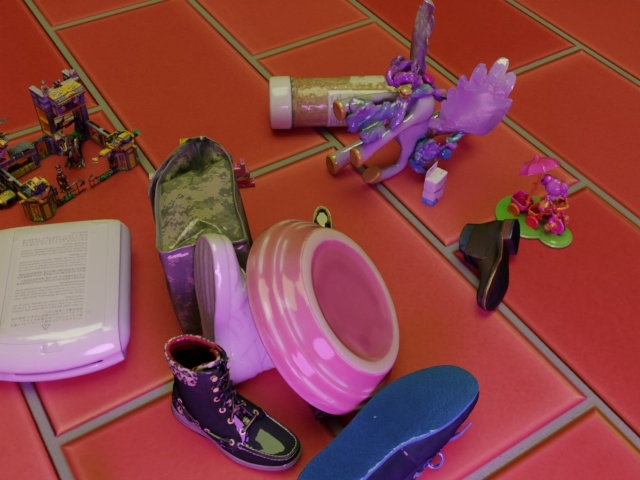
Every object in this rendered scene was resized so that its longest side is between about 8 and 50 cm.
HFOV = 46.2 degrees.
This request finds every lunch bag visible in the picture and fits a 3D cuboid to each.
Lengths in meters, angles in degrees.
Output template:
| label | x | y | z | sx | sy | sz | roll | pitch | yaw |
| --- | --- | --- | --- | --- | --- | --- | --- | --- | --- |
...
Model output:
| label | x | y | z | sx | sy | sz | roll | pitch | yaw |
| --- | --- | --- | --- | --- | --- | --- | --- | --- | --- |
| lunch bag | -0.211 | -0.015 | 1.355 | 0.169 | 0.235 | 0.287 | -9 | 47 | -6 |

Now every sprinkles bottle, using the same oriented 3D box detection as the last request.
| label | x | y | z | sx | sy | sz | roll | pitch | yaw |
| --- | --- | --- | --- | --- | --- | --- | --- | --- | --- |
| sprinkles bottle | 0.058 | -0.321 | 1.735 | 0.355 | 0.121 | 0.121 | -2 | 47 | -4 |

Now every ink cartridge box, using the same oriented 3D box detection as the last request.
| label | x | y | z | sx | sy | sz | roll | pitch | yaw |
| --- | --- | --- | --- | --- | --- | --- | --- | --- | --- |
| ink cartridge box | 0.240 | -0.119 | 1.572 | 0.028 | 0.083 | 0.048 | 28 | 52 | 23 |

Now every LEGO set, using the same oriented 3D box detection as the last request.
| label | x | y | z | sx | sy | sz | roll | pitch | yaw |
| --- | --- | --- | --- | --- | --- | --- | --- | --- | --- |
| LEGO set | -0.259 | -0.164 | 1.594 | 0.227 | 0.093 | 0.087 | -7 | 47 | -8 |
| LEGO set | -0.557 | -0.217 | 1.566 | 0.331 | 0.192 | 0.255 | -32 | 55 | -27 |

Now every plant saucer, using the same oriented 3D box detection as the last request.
| label | x | y | z | sx | sy | sz | roll | pitch | yaw |
| --- | --- | --- | --- | --- | --- | --- | --- | --- | --- |
| plant saucer | 0.023 | 0.108 | 1.204 | 0.084 | 0.332 | 0.332 | -28 | 38 | 29 |

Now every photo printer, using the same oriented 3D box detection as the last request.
| label | x | y | z | sx | sy | sz | roll | pitch | yaw |
| --- | --- | --- | --- | --- | --- | --- | --- | --- | --- |
| photo printer | -0.462 | 0.107 | 1.319 | 0.256 | 0.107 | 0.307 | -7 | 48 | -8 |

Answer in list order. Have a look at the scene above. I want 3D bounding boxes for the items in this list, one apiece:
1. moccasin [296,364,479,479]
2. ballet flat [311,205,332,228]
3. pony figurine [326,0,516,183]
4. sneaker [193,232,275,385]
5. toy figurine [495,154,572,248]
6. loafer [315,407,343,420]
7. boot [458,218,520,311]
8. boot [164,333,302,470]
| label | x | y | z | sx | sy | sz | roll | pitch | yaw |
| --- | --- | --- | --- | --- | --- | --- | --- | --- | --- |
| moccasin | 0.100 | 0.314 | 1.142 | 0.342 | 0.117 | 0.138 | -29 | 41 | -20 |
| ballet flat | 0.000 | 0.000 | 1.474 | 0.057 | 0.052 | 0.168 | -2 | 47 | -4 |
| pony figurine | 0.202 | -0.277 | 1.559 | 0.363 | 0.351 | 0.303 | -25 | 64 | -17 |
| sneaker | -0.108 | 0.098 | 1.223 | 0.169 | 0.292 | 0.108 | -16 | 36 | -21 |
| toy figurine | 0.446 | -0.090 | 1.500 | 0.130 | 0.159 | 0.173 | -31 | 55 | -27 |
| loafer | -0.005 | 0.223 | 1.258 | 0.061 | 0.062 | 0.170 | -16 | 48 | -10 |
| boot | 0.309 | 0.046 | 1.444 | 0.106 | 0.082 | 0.219 | 3 | 46 | 32 |
| boot | -0.138 | 0.249 | 1.144 | 0.236 | 0.178 | 0.085 | 23 | 50 | 20 |
